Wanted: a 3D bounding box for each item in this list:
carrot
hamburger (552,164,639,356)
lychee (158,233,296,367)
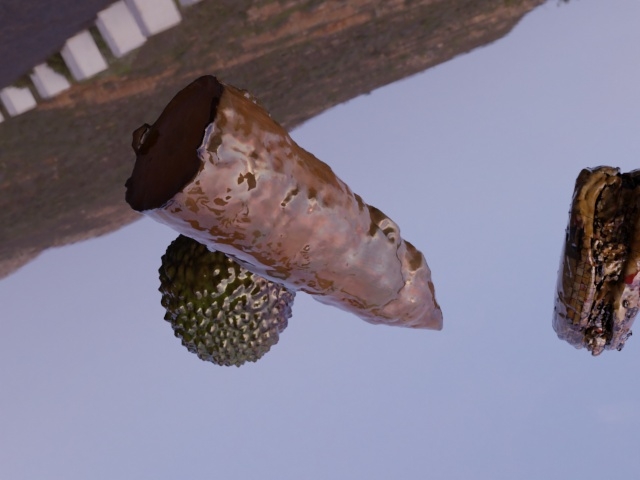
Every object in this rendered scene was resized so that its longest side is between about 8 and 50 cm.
[{"bbox_3d":[0.000,0.000,0.488,0.102,0.263,0.102,-35,-143,32],"label":"carrot"},{"bbox_3d":[0.330,0.016,0.844,0.106,0.231,0.231,10,-152,15],"label":"hamburger"},{"bbox_3d":[-0.103,0.057,0.811,0.171,0.171,0.171,-21,-162,7],"label":"lychee"}]
